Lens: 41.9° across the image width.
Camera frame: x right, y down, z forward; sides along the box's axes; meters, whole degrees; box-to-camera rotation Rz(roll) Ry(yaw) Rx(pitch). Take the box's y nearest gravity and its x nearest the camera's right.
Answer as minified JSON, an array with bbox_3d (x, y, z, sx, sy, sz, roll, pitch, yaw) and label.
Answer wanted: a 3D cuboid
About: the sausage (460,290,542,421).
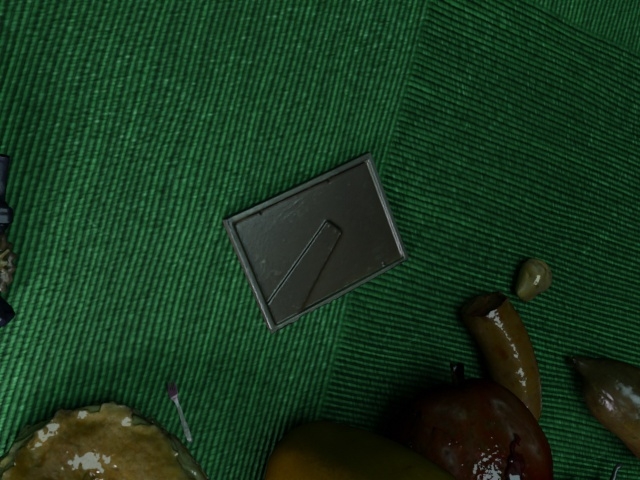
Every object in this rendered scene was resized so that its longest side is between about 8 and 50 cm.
[{"bbox_3d":[0.346,0.227,1.558,0.109,0.109,0.270,-24,103,-22],"label":"sausage"}]

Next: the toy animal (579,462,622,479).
[{"bbox_3d":[0.504,0.545,1.664,0.270,0.082,0.137,-12,100,-23],"label":"toy animal"}]

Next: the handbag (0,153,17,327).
[{"bbox_3d":[-0.568,0.022,1.100,0.330,0.122,0.303,3,92,-27],"label":"handbag"}]

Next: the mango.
[{"bbox_3d":[0.064,0.435,1.258,0.232,0.446,0.299,6,105,-41],"label":"mango"}]

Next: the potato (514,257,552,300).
[{"bbox_3d":[0.404,0.076,1.597,0.068,0.062,0.083,39,99,-8],"label":"potato"}]

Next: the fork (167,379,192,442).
[{"bbox_3d":[-0.225,0.274,1.340,0.016,0.012,0.115,-22,108,-18],"label":"fork"}]

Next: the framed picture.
[{"bbox_3d":[0.000,0.000,1.420,0.289,0.016,0.213,-27,106,-21],"label":"framed picture"}]

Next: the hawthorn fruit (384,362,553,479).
[{"bbox_3d":[0.244,0.384,1.431,0.316,0.316,0.315,-2,95,-25],"label":"hawthorn fruit"}]

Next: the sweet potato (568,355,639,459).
[{"bbox_3d":[0.642,0.347,1.678,0.370,0.158,0.157,43,76,-20],"label":"sweet potato"}]

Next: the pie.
[{"bbox_3d":[-0.317,0.392,1.201,0.340,0.083,0.339,9,62,-18],"label":"pie"}]
